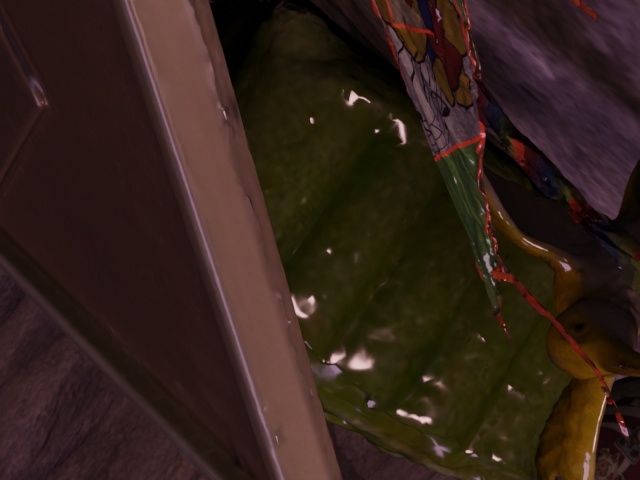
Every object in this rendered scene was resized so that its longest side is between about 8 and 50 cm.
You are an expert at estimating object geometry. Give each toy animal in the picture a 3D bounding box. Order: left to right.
[{"bbox_3d":[0.103,0.007,0.581,0.219,0.095,0.155,69,168,-13],"label":"toy animal"}]

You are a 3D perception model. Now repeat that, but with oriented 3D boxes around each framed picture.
[{"bbox_3d":[-0.138,-0.080,0.776,0.446,0.028,0.326,37,149,50],"label":"framed picture"}]

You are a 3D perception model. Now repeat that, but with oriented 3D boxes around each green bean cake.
[{"bbox_3d":[0.000,0.000,0.913,0.247,0.156,0.250,36,177,-24],"label":"green bean cake"}]

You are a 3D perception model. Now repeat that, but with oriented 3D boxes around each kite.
[{"bbox_3d":[0.051,-0.027,0.494,0.244,0.006,0.198,-123,16,-47],"label":"kite"}]

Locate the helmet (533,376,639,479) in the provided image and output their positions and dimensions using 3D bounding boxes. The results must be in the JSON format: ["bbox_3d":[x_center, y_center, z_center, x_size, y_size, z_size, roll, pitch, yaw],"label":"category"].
[{"bbox_3d":[0.196,0.113,0.877,0.177,0.107,0.153,30,-168,25],"label":"helmet"}]
